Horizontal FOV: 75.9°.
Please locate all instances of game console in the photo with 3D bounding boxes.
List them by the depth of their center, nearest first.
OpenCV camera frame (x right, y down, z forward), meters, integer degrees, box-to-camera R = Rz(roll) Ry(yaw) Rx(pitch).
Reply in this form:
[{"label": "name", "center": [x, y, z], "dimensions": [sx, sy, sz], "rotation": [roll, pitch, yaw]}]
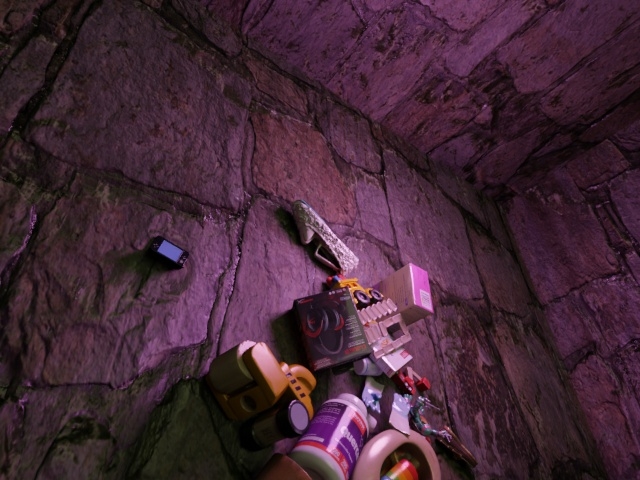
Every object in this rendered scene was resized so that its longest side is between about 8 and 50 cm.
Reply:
[{"label": "game console", "center": [-0.487, 0.036, 1.330], "dimensions": [0.122, 0.071, 0.107], "rotation": [35, 42, -19]}]

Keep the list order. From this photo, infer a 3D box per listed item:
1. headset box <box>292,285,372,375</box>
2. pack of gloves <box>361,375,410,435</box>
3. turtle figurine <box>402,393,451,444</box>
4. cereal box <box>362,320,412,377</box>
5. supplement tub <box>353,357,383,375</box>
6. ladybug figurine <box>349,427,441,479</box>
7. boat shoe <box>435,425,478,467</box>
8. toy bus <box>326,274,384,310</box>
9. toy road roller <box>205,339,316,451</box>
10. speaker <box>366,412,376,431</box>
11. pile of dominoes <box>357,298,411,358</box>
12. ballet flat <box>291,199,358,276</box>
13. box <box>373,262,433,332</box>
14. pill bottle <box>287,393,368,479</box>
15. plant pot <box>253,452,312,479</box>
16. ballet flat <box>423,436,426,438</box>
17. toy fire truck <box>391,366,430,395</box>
[{"label": "headset box", "center": [0.041, 0.339, 1.495], "dimensions": [0.218, 0.110, 0.293], "rotation": [-13, 66, -13]}, {"label": "pack of gloves", "center": [0.251, 0.583, 1.505], "dimensions": [0.195, 0.046, 0.232], "rotation": [30, 12, 7]}, {"label": "turtle figurine", "center": [0.389, 0.679, 1.559], "dimensions": [0.118, 0.234, 0.175], "rotation": [-27, 95, -8]}, {"label": "cereal box", "center": [0.243, 0.427, 1.667], "dimensions": [0.240, 0.047, 0.173], "rotation": [42, 26, 23]}, {"label": "supplement tub", "center": [0.189, 0.495, 1.616], "dimensions": [0.107, 0.071, 0.071], "rotation": [16, 50, -36]}, {"label": "ladybug figurine", "center": [0.220, 0.797, 1.335], "dimensions": [0.449, 0.162, 0.305], "rotation": [-2, 62, -45]}, {"label": "boat shoe", "center": [0.558, 0.862, 1.690], "dimensions": [0.073, 0.073, 0.207], "rotation": [-43, 89, -14]}, {"label": "toy bus", "center": [0.127, 0.226, 1.732], "dimensions": [0.220, 0.149, 0.211], "rotation": [-2, 46, -47]}, {"label": "toy road roller", "center": [-0.155, 0.439, 1.241], "dimensions": [0.329, 0.202, 0.240], "rotation": [57, 27, -1]}, {"label": "speaker", "center": [0.137, 0.627, 1.475], "dimensions": [0.136, 0.055, 0.055], "rotation": [43, 40, -9]}, {"label": "pile of dominoes", "center": [0.241, 0.348, 1.642], "dimensions": [0.251, 0.040, 0.196], "rotation": [-13, 77, -42]}, {"label": "ballet flat", "center": [0.000, 0.000, 1.788], "dimensions": [0.409, 0.147, 0.147], "rotation": [45, 39, -5]}, {"label": "box", "center": [0.361, 0.260, 1.829], "dimensions": [0.117, 0.243, 0.213], "rotation": [27, 44, -27]}, {"label": "pill bottle", "center": [0.037, 0.620, 1.263], "dimensions": [0.181, 0.181, 0.323], "rotation": [52, 29, 2]}, {"label": "plant pot", "center": [-0.132, 0.725, 1.028], "dimensions": [0.254, 0.237, 0.237], "rotation": [-32, 84, -39]}, {"label": "ballet flat", "center": [0.364, 0.774, 1.566], "dimensions": [0.213, 0.068, 0.072], "rotation": [23, 46, -30]}, {"label": "toy fire truck", "center": [0.373, 0.585, 1.740], "dimensions": [0.192, 0.047, 0.135], "rotation": [51, 38, 2]}]
